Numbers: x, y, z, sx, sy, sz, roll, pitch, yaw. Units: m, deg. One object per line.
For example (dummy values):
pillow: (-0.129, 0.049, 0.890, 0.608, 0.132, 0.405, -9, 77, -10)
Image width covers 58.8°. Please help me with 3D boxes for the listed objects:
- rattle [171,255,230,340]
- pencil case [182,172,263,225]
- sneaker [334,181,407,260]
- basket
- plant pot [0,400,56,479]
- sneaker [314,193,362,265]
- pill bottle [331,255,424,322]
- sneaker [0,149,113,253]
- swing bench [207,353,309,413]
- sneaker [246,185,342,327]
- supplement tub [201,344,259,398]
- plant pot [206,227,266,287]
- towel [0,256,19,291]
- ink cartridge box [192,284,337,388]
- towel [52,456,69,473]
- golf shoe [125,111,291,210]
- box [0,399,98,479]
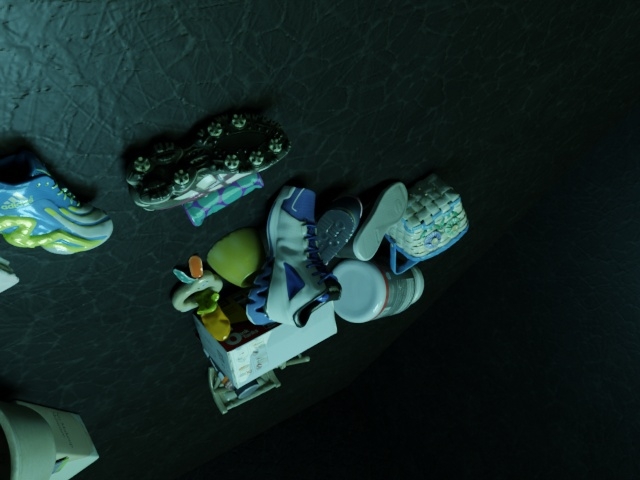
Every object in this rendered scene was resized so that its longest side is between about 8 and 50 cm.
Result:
rattle: (-0.265, 0.138, 1.284, 0.130, 0.142, 0.199, -6, 154, -21)
pencil case: (-0.179, -0.089, 1.031, 0.152, 0.064, 0.070, -32, 143, -10)
sneaker: (0.121, -0.059, 1.533, 0.147, 0.104, 0.295, -2, -141, 44)
basket: (0.309, -0.035, 1.703, 0.255, 0.201, 0.288, -34, 149, -10)
plant pot: (-0.667, 0.428, 1.066, 0.334, 0.333, 0.305, -33, 169, -10)
sneaker: (0.000, 0.000, 1.451, 0.319, 0.112, 0.131, -40, -170, 39)
pill bottle: (0.199, 0.155, 1.923, 0.210, 0.210, 0.363, -46, 157, 24)
sneaker: (-0.374, -0.051, 0.777, 0.126, 0.091, 0.240, -47, 155, 25)
swing bench: (-0.222, 0.426, 1.916, 0.253, 0.165, 0.254, -16, 156, -43)
sneaker: (-0.030, 0.052, 1.232, 0.127, 0.182, 0.315, 13, 91, -65)
supplement tub: (-0.259, 0.361, 1.663, 0.106, 0.197, 0.106, -30, 157, -14)
plant pot: (-0.175, 0.050, 1.284, 0.134, 0.095, 0.134, -31, 159, -13)
towel: (-0.607, 0.066, 0.688, 0.317, 0.053, 0.331, -30, 159, -4)
ink cartridge box: (-0.163, 0.204, 1.515, 0.310, 0.272, 0.129, -26, 126, -27)
towel: (-0.631, 0.532, 1.314, 0.060, 0.009, 0.083, -48, 158, 23)
golf shoe: (-0.183, -0.127, 0.933, 0.273, 0.105, 0.120, -22, 171, -20)
box: (-0.681, 0.496, 1.375, 0.121, 0.148, 0.311, -33, 160, -9)
